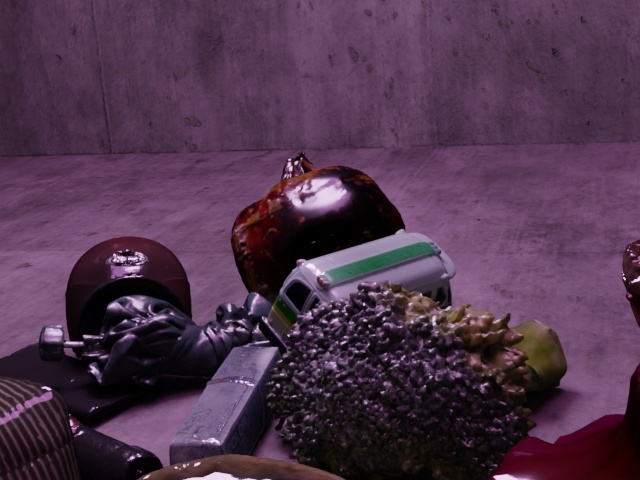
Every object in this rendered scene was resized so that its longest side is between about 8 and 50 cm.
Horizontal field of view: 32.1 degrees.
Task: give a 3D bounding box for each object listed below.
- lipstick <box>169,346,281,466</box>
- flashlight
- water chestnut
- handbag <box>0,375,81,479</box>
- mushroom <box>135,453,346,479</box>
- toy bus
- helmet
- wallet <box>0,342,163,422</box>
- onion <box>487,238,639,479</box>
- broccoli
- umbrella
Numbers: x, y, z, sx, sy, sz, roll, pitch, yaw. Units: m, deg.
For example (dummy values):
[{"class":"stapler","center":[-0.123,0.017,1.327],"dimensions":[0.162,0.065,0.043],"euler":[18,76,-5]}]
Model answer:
[{"class":"lipstick","center":[-0.112,0.218,1.391],"dimensions":[0.076,0.078,0.290],"euler":[-1,17,11]},{"class":"flashlight","center":[-0.283,0.250,1.316],"dimensions":[0.232,0.093,0.093],"euler":[10,22,41]},{"class":"water chestnut","center":[0.000,0.000,1.789],"dimensions":[0.289,0.289,0.244],"euler":[-6,26,-5]},{"class":"handbag","center":[-0.376,0.262,1.002],"dimensions":[0.240,0.247,0.340],"euler":[-16,8,-43]},{"class":"mushroom","center":[-0.072,0.290,1.039],"dimensions":[0.344,0.130,0.247],"euler":[3,13,28]},{"class":"toy bus","center":[0.068,0.085,1.579],"dimensions":[0.276,0.165,0.134],"euler":[-17,53,-39]},{"class":"helmet","center":[-0.294,0.090,1.699],"dimensions":[0.189,0.193,0.216],"euler":[-3,-25,-13]},{"class":"wallet","center":[-0.374,0.204,1.607],"dimensions":[0.285,0.030,0.146],"euler":[8,21,36]},{"class":"onion","center":[0.279,0.194,0.755],"dimensions":[0.398,0.420,0.398],"euler":[4,10,-1]},{"class":"broccoli","center":[0.162,0.169,1.314],"dimensions":[0.396,0.275,0.353],"euler":[8,22,-16]},{"class":"umbrella","center":[-0.219,0.142,1.571],"dimensions":[0.348,0.094,0.143],"euler":[3,34,-13]}]
